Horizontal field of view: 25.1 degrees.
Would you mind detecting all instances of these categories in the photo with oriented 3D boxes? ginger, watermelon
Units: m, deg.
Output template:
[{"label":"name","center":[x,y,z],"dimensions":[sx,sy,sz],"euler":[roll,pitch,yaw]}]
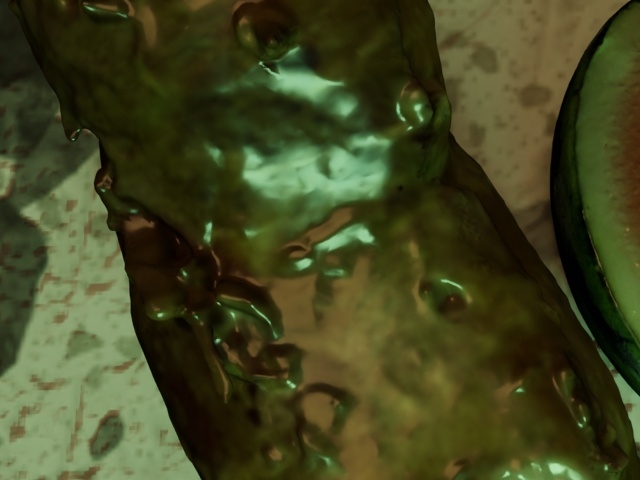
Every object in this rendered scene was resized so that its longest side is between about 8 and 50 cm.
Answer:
[{"label":"ginger","center":[0.000,0.000,0.580],"dimensions":[0.176,0.254,0.418],"euler":[-25,80,-2]},{"label":"watermelon","center":[0.166,-0.003,0.645],"dimensions":[0.119,0.063,0.245],"euler":[-13,75,-7]}]
